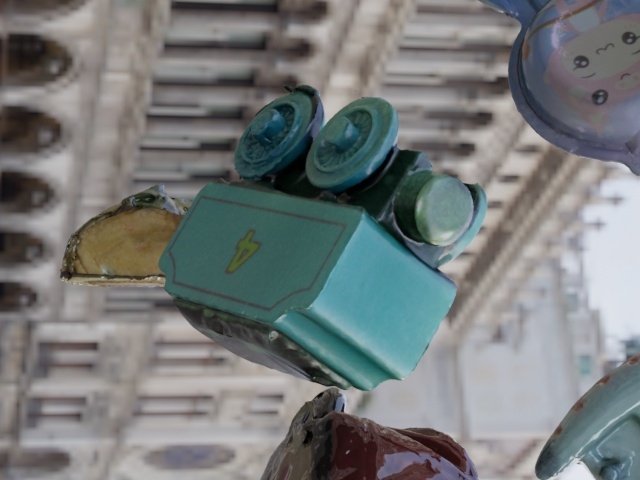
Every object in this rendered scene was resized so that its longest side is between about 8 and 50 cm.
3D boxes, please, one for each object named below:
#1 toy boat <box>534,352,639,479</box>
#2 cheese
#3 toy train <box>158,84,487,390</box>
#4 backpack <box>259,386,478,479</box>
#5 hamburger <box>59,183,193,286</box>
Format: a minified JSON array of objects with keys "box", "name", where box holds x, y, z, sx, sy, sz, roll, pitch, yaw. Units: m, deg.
[{"box":[0.283,0.163,1.476,0.134,0.207,0.079,53,6,9],"name":"toy boat"},{"box":[0.176,-0.136,1.160,0.245,0.135,0.052,61,-4,36],"name":"cheese"},{"box":[0.000,0.000,1.005,0.198,0.107,0.154,12,-112,55],"name":"toy train"},{"box":[0.015,0.217,1.119,0.229,0.139,0.229,-163,-90,-82],"name":"backpack"},{"box":[-0.173,-0.001,1.794,0.087,0.176,0.102,68,23,-75],"name":"hamburger"}]
